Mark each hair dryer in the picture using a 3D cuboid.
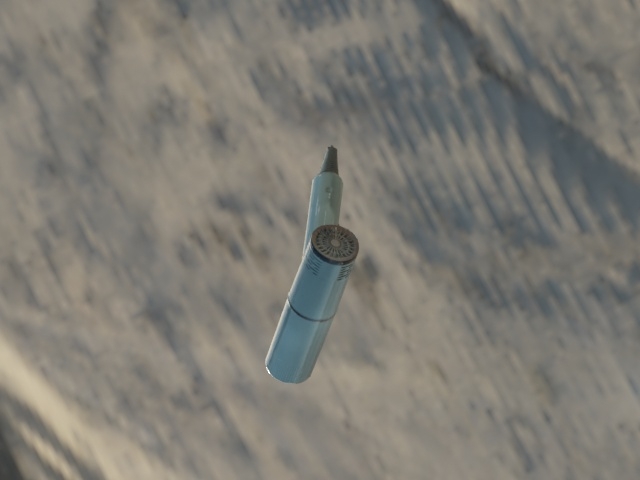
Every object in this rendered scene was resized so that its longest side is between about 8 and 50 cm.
[{"bbox_3d":[-0.002,0.004,1.598,0.183,0.044,0.155,-84,12,-46],"label":"hair dryer"}]
